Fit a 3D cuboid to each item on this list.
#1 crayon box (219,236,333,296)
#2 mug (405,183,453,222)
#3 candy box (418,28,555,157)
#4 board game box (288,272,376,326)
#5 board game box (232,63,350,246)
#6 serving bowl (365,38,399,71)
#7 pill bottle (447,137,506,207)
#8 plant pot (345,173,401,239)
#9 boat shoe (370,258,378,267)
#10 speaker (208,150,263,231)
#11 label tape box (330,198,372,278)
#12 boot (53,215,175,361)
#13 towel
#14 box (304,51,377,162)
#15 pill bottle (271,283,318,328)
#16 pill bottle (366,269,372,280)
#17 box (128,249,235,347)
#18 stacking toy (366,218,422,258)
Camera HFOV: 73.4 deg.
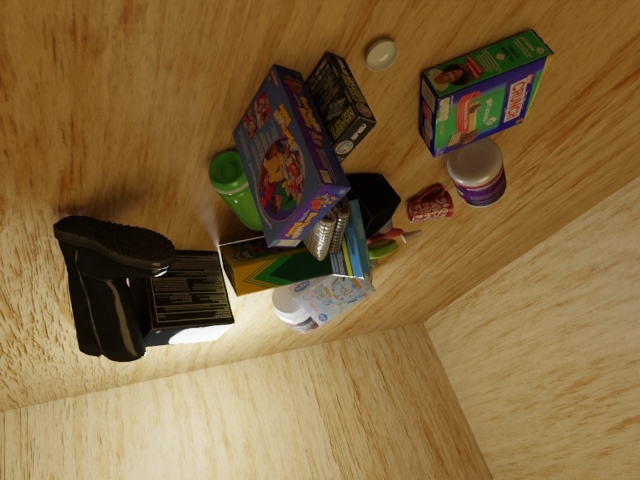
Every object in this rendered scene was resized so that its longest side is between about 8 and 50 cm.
[{"bbox_3d":[-0.169,0.065,1.483,0.313,0.106,0.363,-13,-167,-16],"label":"crayon box"},{"bbox_3d":[0.442,-0.151,1.768,0.169,0.150,0.113,-13,-170,-5],"label":"mug"},{"bbox_3d":[0.452,-0.405,1.224,0.317,0.122,0.268,-22,154,2],"label":"candy box"},{"bbox_3d":[0.062,0.218,1.913,0.318,0.066,0.319,-32,140,1],"label":"board game box"},{"bbox_3d":[-0.084,-0.192,0.995,0.078,0.347,0.233,1,147,-39],"label":"board game box"},{"bbox_3d":[0.144,-0.447,1.027,0.083,0.027,0.083,-16,153,-8],"label":"serving bowl"},{"bbox_3d":[0.583,-0.234,1.584,0.181,0.181,0.323,-28,153,16],"label":"pill bottle"},{"bbox_3d":[0.168,-0.128,1.511,0.167,0.187,0.188,-24,157,-23],"label":"plant pot"},{"bbox_3d":[0.197,0.062,1.963,0.103,0.113,0.302,-28,153,27],"label":"boat shoe"},{"bbox_3d":[-0.217,-0.135,1.265,0.131,0.131,0.296,-21,154,2],"label":"speaker"},{"bbox_3d":[0.080,-0.007,1.432,0.106,0.241,0.333,-14,-174,-26],"label":"label tape box"},{"bbox_3d":[-0.563,0.178,1.230,0.146,0.367,0.445,-42,144,-57],"label":"boot"},{"bbox_3d":[-0.029,-0.112,1.281,0.121,0.284,0.235,-29,159,-19],"label":"towel"},{"bbox_3d":[-0.005,-0.274,1.042,0.060,0.216,0.270,3,145,-40],"label":"box"},{"bbox_3d":[-0.114,0.327,2.145,0.210,0.210,0.363,-21,154,2],"label":"pill bottle"},{"bbox_3d":[0.188,0.206,2.191,0.153,0.153,0.265,-19,154,-3],"label":"pill bottle"},{"bbox_3d":[-0.499,0.203,1.527,0.296,0.294,0.183,4,145,-40],"label":"box"},{"bbox_3d":[0.204,-0.036,1.641,0.309,0.130,0.279,-26,-167,-33],"label":"stacking toy"}]
